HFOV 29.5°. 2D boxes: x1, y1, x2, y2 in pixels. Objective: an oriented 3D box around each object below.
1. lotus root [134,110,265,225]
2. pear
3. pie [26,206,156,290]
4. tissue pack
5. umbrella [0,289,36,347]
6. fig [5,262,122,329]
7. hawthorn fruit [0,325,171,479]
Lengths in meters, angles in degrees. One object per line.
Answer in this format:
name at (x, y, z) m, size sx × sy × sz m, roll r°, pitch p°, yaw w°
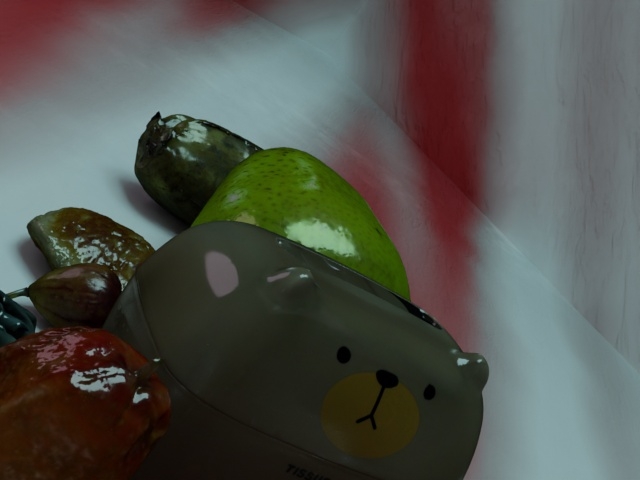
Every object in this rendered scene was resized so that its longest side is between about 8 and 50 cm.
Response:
lotus root at (-0.160, -0.088, 1.852) m, size 0.275 × 0.160 × 0.152 m, roll 29°, pitch -19°, yaw -34°
pear at (-0.027, 0.004, 1.691) m, size 0.342 × 0.238 × 0.318 m, roll 27°, pitch 33°, yaw -33°
pie at (-0.261, 0.029, 1.442) m, size 0.193 × 0.079 × 0.163 m, roll 37°, pitch 20°, yaw -7°
tissue pack at (-0.023, 0.147, 1.260) m, size 0.387 × 0.277 × 0.267 m, roll 29°, pitch 15°, yaw -31°
umbrella at (-0.345, 0.069, 1.112) m, size 0.349 × 0.094 × 0.143 m, roll 37°, pitch 23°, yaw -13°
fig at (-0.282, 0.060, 1.319) m, size 0.125 × 0.089 × 0.089 m, roll 15°, pitch 21°, yaw -11°
hawthorn fruit at (-0.217, 0.148, 1.006) m, size 0.173 × 0.173 × 0.179 m, roll 33°, pitch -26°, yaw -16°
